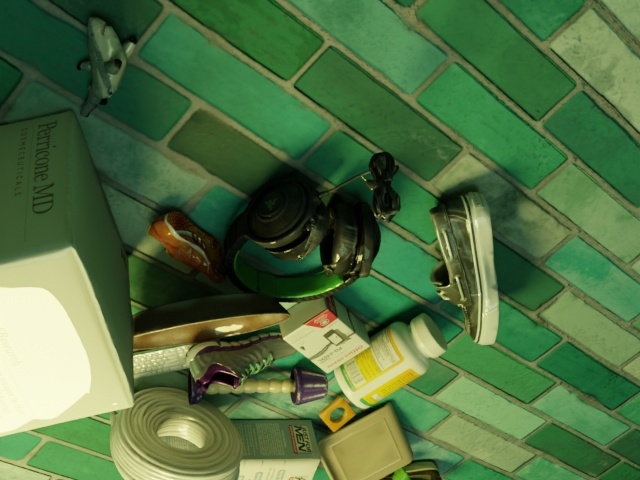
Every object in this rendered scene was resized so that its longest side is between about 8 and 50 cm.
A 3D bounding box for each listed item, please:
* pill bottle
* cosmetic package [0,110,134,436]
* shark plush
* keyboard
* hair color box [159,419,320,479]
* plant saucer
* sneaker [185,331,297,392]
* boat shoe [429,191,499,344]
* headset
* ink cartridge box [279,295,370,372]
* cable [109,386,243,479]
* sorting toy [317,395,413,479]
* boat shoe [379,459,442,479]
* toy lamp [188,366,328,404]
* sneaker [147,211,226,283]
[{"bbox_3d":[0.140,0.233,1.712,0.208,0.117,0.117,-35,130,16],"label":"pill bottle"},{"bbox_3d":[-0.502,0.064,1.255,0.394,0.329,0.327,-13,132,-5],"label":"cosmetic package"},{"bbox_3d":[-0.315,-0.245,1.242,0.067,0.073,0.161,25,144,-9],"label":"shark plush"},{"bbox_3d":[-0.314,0.234,1.664,0.256,0.014,0.072,-11,132,-5],"label":"keyboard"},{"bbox_3d":[-0.208,0.480,1.839,0.375,0.113,0.185,4,129,-17],"label":"hair color box"},{"bbox_3d":[-0.207,0.138,1.495,0.311,0.050,0.310,-11,168,-2],"label":"plant saucer"},{"bbox_3d":[-0.139,0.239,1.643,0.224,0.098,0.083,-7,141,-20],"label":"sneaker"},{"bbox_3d":[0.260,0.058,1.609,0.119,0.121,0.335,-10,121,4],"label":"boat shoe"},{"bbox_3d":[0.000,0.000,1.428,0.244,0.185,0.394,18,135,-28],"label":"headset"},{"bbox_3d":[0.009,0.175,1.663,0.109,0.063,0.150,-35,129,15],"label":"ink cartridge box"},{"bbox_3d":[-0.269,0.386,1.647,0.257,0.257,0.089,14,114,-19],"label":"cable"},{"bbox_3d":[0.095,0.460,1.922,0.196,0.047,0.347,-29,120,-10],"label":"sorting toy"},{"bbox_3d":[0.163,0.582,2.036,0.258,0.095,0.095,-9,132,-7],"label":"boat shoe"},{"bbox_3d":[-0.122,0.290,1.721,0.275,0.080,0.080,1,130,-14],"label":"toy lamp"},{"bbox_3d":[-0.222,0.013,1.476,0.068,0.064,0.175,-19,130,29],"label":"sneaker"}]
